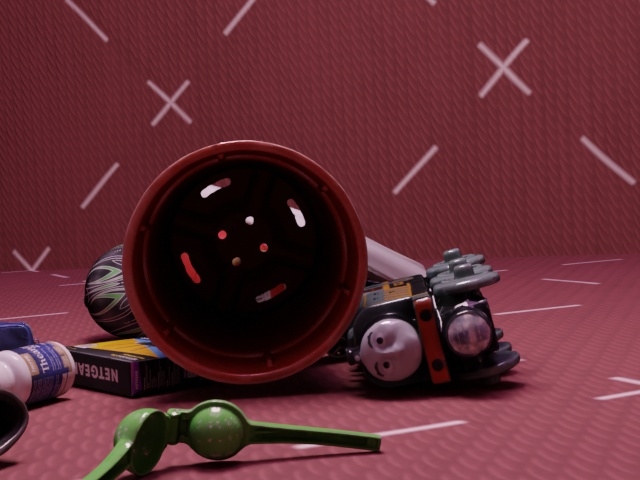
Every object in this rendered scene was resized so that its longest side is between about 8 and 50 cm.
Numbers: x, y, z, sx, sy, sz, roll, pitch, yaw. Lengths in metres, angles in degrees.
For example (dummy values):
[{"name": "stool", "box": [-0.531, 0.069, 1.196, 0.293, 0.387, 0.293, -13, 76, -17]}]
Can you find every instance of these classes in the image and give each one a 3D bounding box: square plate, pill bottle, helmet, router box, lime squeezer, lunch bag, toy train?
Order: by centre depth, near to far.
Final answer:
[{"name": "lime squeezer", "box": [-0.100, 0.168, 1.047, 0.310, 0.059, 0.110, -4, 3, -36]}, {"name": "pill bottle", "box": [-0.340, 0.155, 1.419, 0.067, 0.067, 0.120, -1, 4, 28]}, {"name": "toy train", "box": [0.124, 0.102, 1.488, 0.190, 0.142, 0.334, -15, 4, 4]}, {"name": "router box", "box": [-0.222, 0.153, 1.540, 0.133, 0.046, 0.178, -5, 4, -40]}, {"name": "lunch bag", "box": [-0.434, 0.145, 1.706, 0.098, 0.067, 0.065, -2, 3, -12]}, {"name": "square plate", "box": [0.000, 0.000, 1.923, 0.347, 0.049, 0.344, 20, -2, 38]}, {"name": "helmet", "box": [-0.285, 0.078, 1.969, 0.169, 0.170, 0.161, -4, -13, -21]}]

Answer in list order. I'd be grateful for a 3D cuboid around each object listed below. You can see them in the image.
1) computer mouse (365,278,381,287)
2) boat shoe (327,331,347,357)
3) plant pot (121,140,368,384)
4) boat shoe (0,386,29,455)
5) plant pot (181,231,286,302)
[{"name": "computer mouse", "box": [0.175, 0.077, 2.152, 0.184, 0.060, 0.262, 6, -4, 24]}, {"name": "boat shoe", "box": [0.035, 0.121, 1.676, 0.219, 0.070, 0.077, -2, 7, -39]}, {"name": "plant pot", "box": [-0.092, 0.014, 1.512, 0.272, 0.273, 0.265, -3, 5, -4]}, {"name": "boat shoe", "box": [-0.357, 0.156, 1.006, 0.095, 0.112, 0.335, -7, -2, 18]}, {"name": "plant pot", "box": [-0.142, 0.067, 1.824, 0.191, 0.191, 0.174, -5, 9, -30]}]
